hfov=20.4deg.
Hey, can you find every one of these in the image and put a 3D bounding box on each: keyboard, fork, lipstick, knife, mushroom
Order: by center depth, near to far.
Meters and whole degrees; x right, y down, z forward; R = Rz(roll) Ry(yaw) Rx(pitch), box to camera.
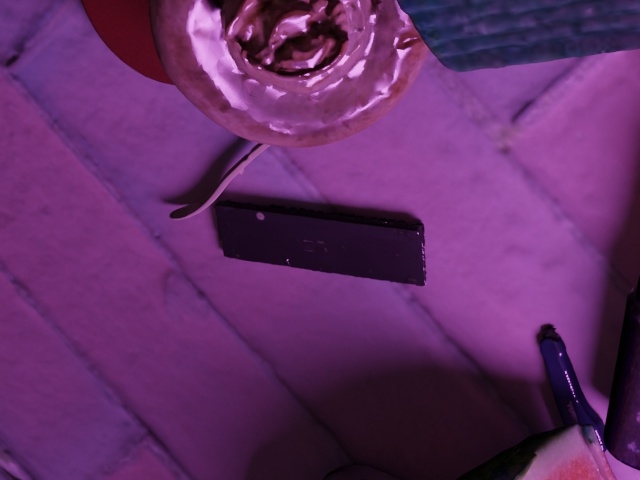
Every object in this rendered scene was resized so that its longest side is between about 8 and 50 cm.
[{"bbox_3d":[-0.017,-0.176,1.365,0.226,0.178,0.226,-6,116,-12],"label":"mushroom"},{"bbox_3d":[0.280,0.044,1.387,0.081,0.081,0.300,16,118,19],"label":"lipstick"},{"bbox_3d":[0.211,0.128,1.495,0.031,0.018,0.121,-14,105,37],"label":"knife"},{"bbox_3d":[-0.060,-0.078,1.531,0.028,0.034,0.219,37,128,-25],"label":"fork"},{"bbox_3d":[0.000,0.000,1.542,0.195,0.018,0.060,8,122,23],"label":"keyboard"}]

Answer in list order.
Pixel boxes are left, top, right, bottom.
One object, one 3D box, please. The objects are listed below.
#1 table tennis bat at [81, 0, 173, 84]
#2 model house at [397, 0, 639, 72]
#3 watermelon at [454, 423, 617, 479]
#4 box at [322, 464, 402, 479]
[{"bbox_3d":[-0.106,-0.267,1.462,0.200,0.038,0.310,26,121,11],"label":"table tennis bat"},{"bbox_3d":[0.234,-0.270,1.120,0.382,0.342,0.335,-8,109,29],"label":"model house"},{"bbox_3d":[0.127,0.352,1.404,0.319,0.222,0.292,-31,88,19],"label":"watermelon"},{"bbox_3d":[0.118,0.438,1.619,0.396,0.111,0.397,23,118,16],"label":"box"}]
